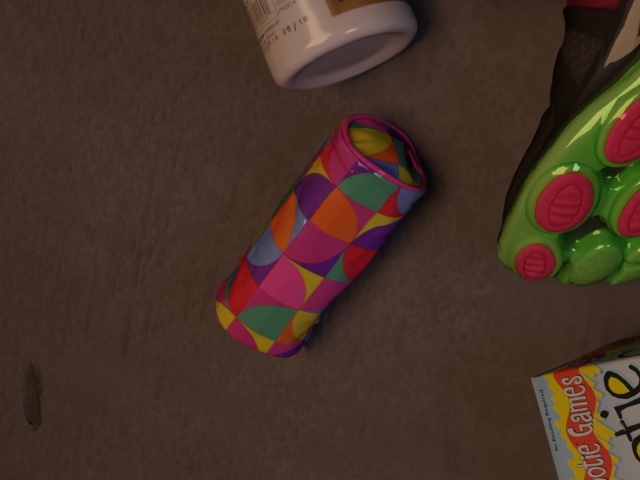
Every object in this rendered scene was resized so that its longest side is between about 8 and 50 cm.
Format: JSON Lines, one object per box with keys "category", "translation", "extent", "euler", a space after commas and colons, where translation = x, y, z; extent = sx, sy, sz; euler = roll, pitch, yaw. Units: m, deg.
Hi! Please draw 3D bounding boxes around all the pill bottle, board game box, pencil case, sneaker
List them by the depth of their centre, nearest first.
{"category": "board game box", "translation": [0.314, 0.127, 1.062], "extent": [0.275, 0.142, 0.144], "euler": [-17, 88, 40]}
{"category": "sneaker", "translation": [0.256, -0.174, 1.075], "extent": [0.202, 0.185, 0.482], "euler": [-107, 33, -57]}
{"category": "pill bottle", "translation": [-0.017, -0.255, 1.272], "extent": [0.131, 0.131, 0.229], "euler": [-28, 80, 36]}
{"category": "pencil case", "translation": [0.000, 0.000, 1.320], "extent": [0.104, 0.104, 0.236], "euler": [50, 124, 20]}
